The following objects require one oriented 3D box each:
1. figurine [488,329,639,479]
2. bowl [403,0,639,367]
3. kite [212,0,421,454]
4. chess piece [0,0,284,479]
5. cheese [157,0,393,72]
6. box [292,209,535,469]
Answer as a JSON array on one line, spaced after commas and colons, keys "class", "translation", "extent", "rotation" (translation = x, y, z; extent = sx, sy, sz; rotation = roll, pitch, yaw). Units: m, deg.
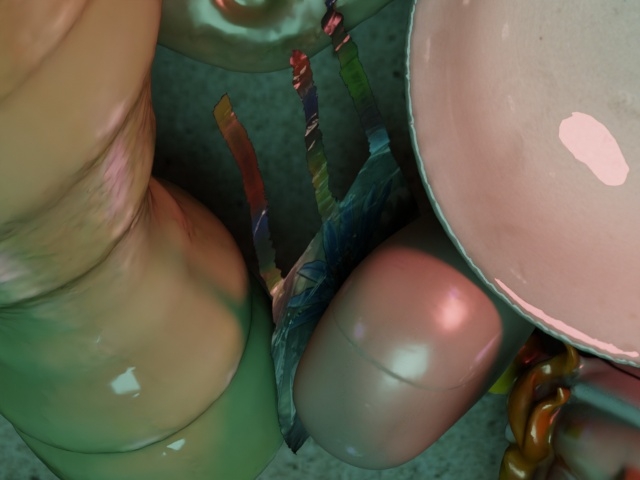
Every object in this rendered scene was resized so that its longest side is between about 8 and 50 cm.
[{"class": "figurine", "translation": [0.230, 0.145, 0.839], "extent": [0.320, 0.196, 0.323], "rotation": [33, 117, 31]}, {"class": "bowl", "translation": [0.197, -0.100, 0.690], "extent": [0.313, 0.146, 0.314], "rotation": [1, 108, 3]}, {"class": "kite", "translation": [0.002, 0.001, 0.708], "extent": [0.015, 0.169, 0.310], "rotation": [24, 160, 24]}, {"class": "chess piece", "translation": [-0.142, -0.016, 0.652], "extent": [0.234, 0.234, 0.442], "rotation": [-12, 145, 8]}, {"class": "cheese", "translation": [-0.029, -0.201, 0.666], "extent": [0.235, 0.117, 0.218], "rotation": [-13, 119, 6]}, {"class": "box", "translation": [0.062, 0.048, 0.745], "extent": [0.088, 0.200, 0.146], "rotation": [38, 118, 14]}]
